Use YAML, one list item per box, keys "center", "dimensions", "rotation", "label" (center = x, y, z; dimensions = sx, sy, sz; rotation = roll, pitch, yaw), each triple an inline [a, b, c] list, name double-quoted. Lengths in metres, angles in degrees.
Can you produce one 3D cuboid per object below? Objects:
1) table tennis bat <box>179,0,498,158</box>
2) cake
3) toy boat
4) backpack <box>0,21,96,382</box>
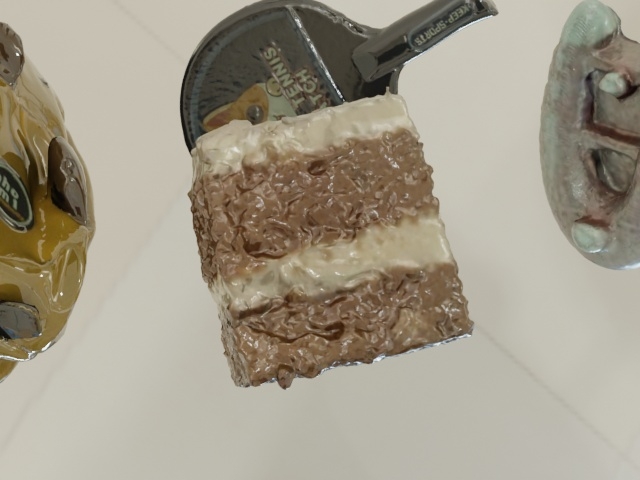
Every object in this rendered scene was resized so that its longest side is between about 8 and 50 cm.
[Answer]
- center: [0.011, -0.107, 1.299]
  dimensions: [0.236, 0.027, 0.150]
  rotation: [-29, 94, 20]
  label: "table tennis bat"
- center: [0.000, 0.000, 1.082]
  dimensions: [0.135, 0.134, 0.147]
  rotation: [-12, 89, -9]
  label: "cake"
- center: [0.241, -0.078, 1.591]
  dimensions: [0.085, 0.155, 0.227]
  rotation: [-29, 130, -42]
  label: "toy boat"
- center: [-0.304, -0.082, 1.428]
  dimensions: [0.201, 0.378, 0.353]
  rotation: [-33, 129, 14]
  label: "backpack"
